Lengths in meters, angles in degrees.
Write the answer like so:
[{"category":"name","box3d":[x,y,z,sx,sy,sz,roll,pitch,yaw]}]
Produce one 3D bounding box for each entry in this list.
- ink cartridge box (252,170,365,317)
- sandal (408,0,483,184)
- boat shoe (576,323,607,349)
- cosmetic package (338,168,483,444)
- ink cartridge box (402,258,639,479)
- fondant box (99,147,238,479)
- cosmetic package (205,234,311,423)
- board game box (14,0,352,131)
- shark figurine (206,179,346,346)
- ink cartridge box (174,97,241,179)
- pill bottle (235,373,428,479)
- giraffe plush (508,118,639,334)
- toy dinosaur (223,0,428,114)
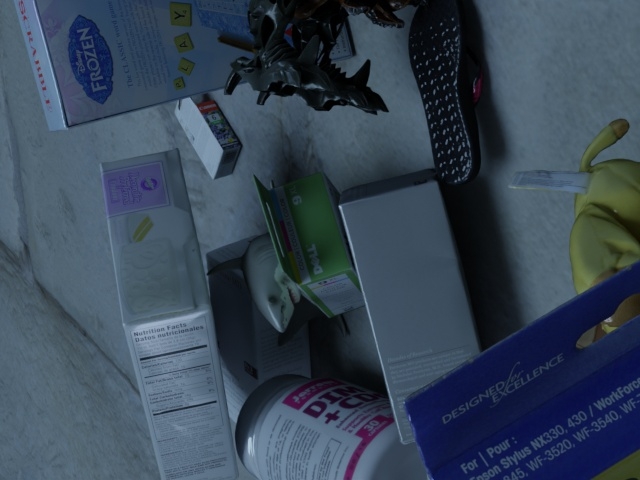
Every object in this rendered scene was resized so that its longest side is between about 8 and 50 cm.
[{"category":"ink cartridge box","box3d":[0.000,0.000,1.322,0.209,0.062,0.109,48,-156,-70]},{"category":"sandal","box3d":[0.121,-0.140,1.179,0.067,0.040,0.179,-5,94,52]},{"category":"boat shoe","box3d":[0.257,0.204,1.028,0.116,0.123,0.324,-37,60,37]},{"category":"cosmetic package","box3d":[0.092,0.058,1.244,0.127,0.107,0.237,-66,-41,-83]},{"category":"ink cartridge box","box3d":[0.216,0.130,0.819,0.072,0.304,0.307,53,168,39]},{"category":"fondant box","box3d":[-0.169,0.097,1.478,0.330,0.096,0.238,88,169,-48]},{"category":"cosmetic package","box3d":[-0.075,0.123,1.623,0.117,0.086,0.231,30,132,51]},{"category":"board game box","box3d":[-0.151,-0.297,1.273,0.066,0.318,0.318,2,107,63]},{"category":"shark figurine","box3d":[-0.062,0.037,1.437,0.278,0.116,0.166,38,-144,-78]},{"category":"ink cartridge box","box3d":[-0.144,-0.141,1.645,0.115,0.029,0.063,59,149,23]},{"category":"pill bottle","box3d":[0.029,0.241,1.435,0.283,0.160,0.160,12,116,57]},{"category":"giraffe plush","box3d":[0.252,0.029,0.961,0.210,0.181,0.170,19,145,40]},{"category":"toy dinosaur","box3d":[-0.001,-0.230,1.161,0.322,0.164,0.218,3,89,46]}]
